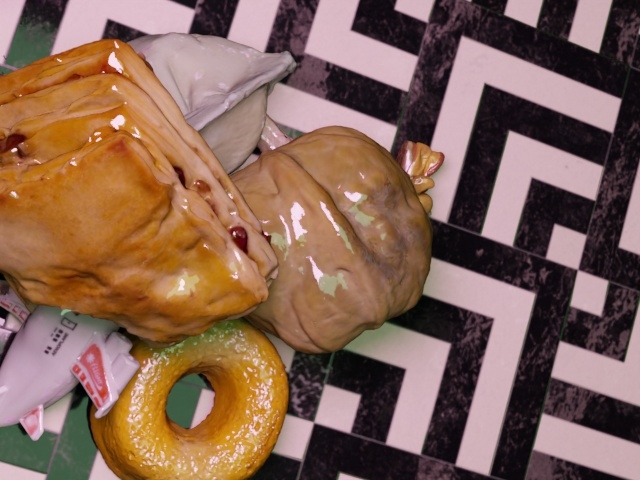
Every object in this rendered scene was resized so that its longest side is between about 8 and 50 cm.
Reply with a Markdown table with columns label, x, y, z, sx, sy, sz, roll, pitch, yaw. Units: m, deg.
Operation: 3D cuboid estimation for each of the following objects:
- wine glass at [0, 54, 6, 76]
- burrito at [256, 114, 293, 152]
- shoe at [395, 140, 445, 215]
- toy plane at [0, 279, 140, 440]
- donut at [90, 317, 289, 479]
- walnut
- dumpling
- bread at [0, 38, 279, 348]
| label | x | y | z | sx | sy | sz | roll | pitch | yaw |
| --- | --- | --- | --- | --- | --- | --- | --- | --- | --- |
| wine glass | -0.509 | -0.079 | 1.662 | 0.190 | 0.190 | 0.357 | 13 | 86 | -16 |
| burrito | -0.060 | -0.131 | 1.877 | 0.149 | 0.041 | 0.055 | 46 | 62 | -9 |
| shoe | 0.137 | -0.085 | 1.919 | 0.069 | 0.072 | 0.109 | 9 | 82 | -11 |
| toy plane | -0.342 | 0.134 | 1.705 | 0.252 | 0.118 | 0.252 | -6 | 75 | 21 |
| donut | -0.164 | 0.214 | 1.777 | 0.278 | 0.108 | 0.277 | 2 | 84 | -17 |
| walnut | -0.002 | 0.001 | 1.762 | 0.282 | 0.253 | 0.277 | -32 | 96 | 14 |
| dumpling | -0.184 | -0.152 | 1.754 | 0.320 | 0.270 | 0.212 | -56 | 141 | -6 |
| bread | -0.258 | -0.021 | 1.540 | 0.314 | 0.191 | 0.370 | -19 | 115 | 20 |
